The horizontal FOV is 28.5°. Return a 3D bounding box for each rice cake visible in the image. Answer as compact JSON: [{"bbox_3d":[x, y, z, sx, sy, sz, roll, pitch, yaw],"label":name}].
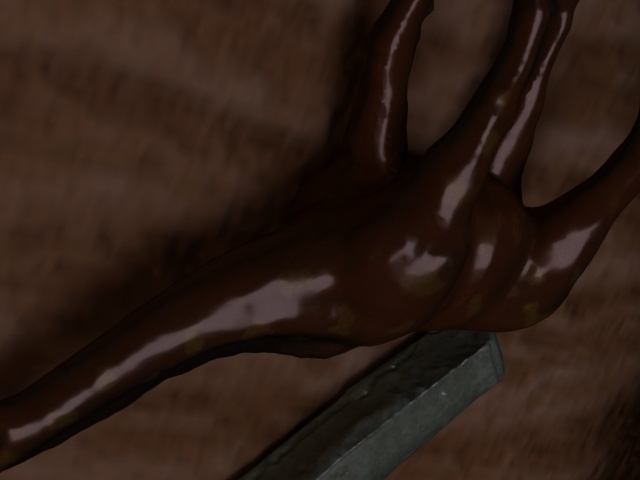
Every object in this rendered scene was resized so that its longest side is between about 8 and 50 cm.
[{"bbox_3d":[0.002,0.085,0.473,0.170,0.029,0.033,-36,135,-17],"label":"rice cake"}]

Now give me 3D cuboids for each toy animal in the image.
[{"bbox_3d":[0.000,0.000,0.406,0.224,0.066,0.230,21,103,-42],"label":"toy animal"}]
